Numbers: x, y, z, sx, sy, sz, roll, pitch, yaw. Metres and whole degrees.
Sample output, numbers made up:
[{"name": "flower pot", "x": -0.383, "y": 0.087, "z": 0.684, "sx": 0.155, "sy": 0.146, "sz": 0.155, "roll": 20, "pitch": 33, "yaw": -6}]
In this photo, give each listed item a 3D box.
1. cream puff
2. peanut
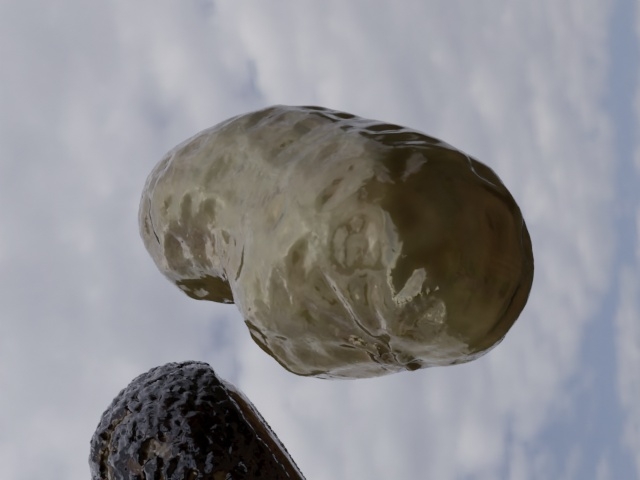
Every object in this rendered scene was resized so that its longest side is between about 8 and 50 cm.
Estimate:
[{"name": "cream puff", "x": -0.104, "y": 0.224, "z": 1.432, "sx": 0.239, "sy": 0.165, "sz": 0.239, "roll": 53, "pitch": 174, "yaw": 8}, {"name": "peanut", "x": 0.000, "y": 0.000, "z": 1.184, "sx": 0.169, "sy": 0.387, "sz": 0.192, "roll": 15, "pitch": -88, "yaw": -39}]
